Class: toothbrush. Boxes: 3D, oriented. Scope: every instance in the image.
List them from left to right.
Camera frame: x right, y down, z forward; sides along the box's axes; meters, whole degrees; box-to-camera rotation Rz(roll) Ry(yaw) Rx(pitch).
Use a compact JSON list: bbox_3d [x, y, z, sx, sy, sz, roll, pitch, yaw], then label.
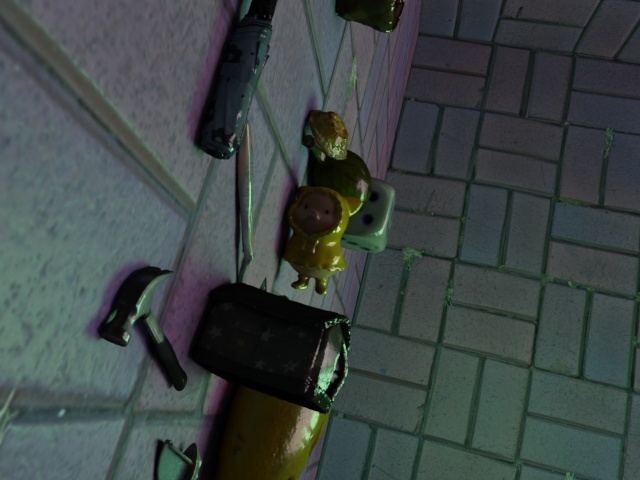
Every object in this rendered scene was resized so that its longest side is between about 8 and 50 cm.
[{"bbox_3d":[-0.119,-0.011,0.887,0.028,0.037,0.374,-68,163,-58],"label":"toothbrush"}]

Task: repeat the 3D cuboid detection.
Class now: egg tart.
[{"bbox_3d":[0.028,-0.236,1.200,0.129,0.049,0.128,36,38,-34],"label":"egg tart"}]

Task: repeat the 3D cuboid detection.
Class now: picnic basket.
[{"bbox_3d":[0.213,-0.627,1.205,0.292,0.338,0.337,-68,165,-47],"label":"picnic basket"}]

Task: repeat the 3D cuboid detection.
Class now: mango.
[{"bbox_3d":[-0.099,0.366,1.058,0.364,0.182,0.252,-61,166,-25],"label":"mango"}]

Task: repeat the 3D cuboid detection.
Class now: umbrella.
[{"bbox_3d":[-0.096,-0.219,0.702,0.053,0.052,0.250,65,39,-73],"label":"umbrella"}]

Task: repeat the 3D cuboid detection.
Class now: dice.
[{"bbox_3d":[0.116,-0.078,1.644,0.193,0.192,0.193,71,30,-73],"label":"dice"}]

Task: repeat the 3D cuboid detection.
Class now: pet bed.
[{"bbox_3d":[-0.061,0.154,0.849,0.183,0.211,0.159,66,41,-61],"label":"pet bed"}]

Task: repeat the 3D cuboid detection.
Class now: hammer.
[{"bbox_3d":[-0.189,0.119,0.660,0.246,0.029,0.103,89,17,-56],"label":"hammer"}]

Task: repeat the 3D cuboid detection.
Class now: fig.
[{"bbox_3d":[0.013,-0.164,1.292,0.259,0.152,0.151,30,69,-44],"label":"fig"}]

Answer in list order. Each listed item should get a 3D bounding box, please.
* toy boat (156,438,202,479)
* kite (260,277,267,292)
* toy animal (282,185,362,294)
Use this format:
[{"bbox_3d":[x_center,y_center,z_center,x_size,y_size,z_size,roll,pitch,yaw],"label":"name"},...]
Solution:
[{"bbox_3d":[-0.211,0.320,0.777,0.122,0.034,0.096,73,29,-52],"label":"toy boat"},{"bbox_3d":[-0.117,0.118,1.109,0.122,0.004,0.090,57,44,-76],"label":"kite"},{"bbox_3d":[-0.005,-0.002,1.192,0.156,0.156,0.229,-17,119,-79],"label":"toy animal"}]
